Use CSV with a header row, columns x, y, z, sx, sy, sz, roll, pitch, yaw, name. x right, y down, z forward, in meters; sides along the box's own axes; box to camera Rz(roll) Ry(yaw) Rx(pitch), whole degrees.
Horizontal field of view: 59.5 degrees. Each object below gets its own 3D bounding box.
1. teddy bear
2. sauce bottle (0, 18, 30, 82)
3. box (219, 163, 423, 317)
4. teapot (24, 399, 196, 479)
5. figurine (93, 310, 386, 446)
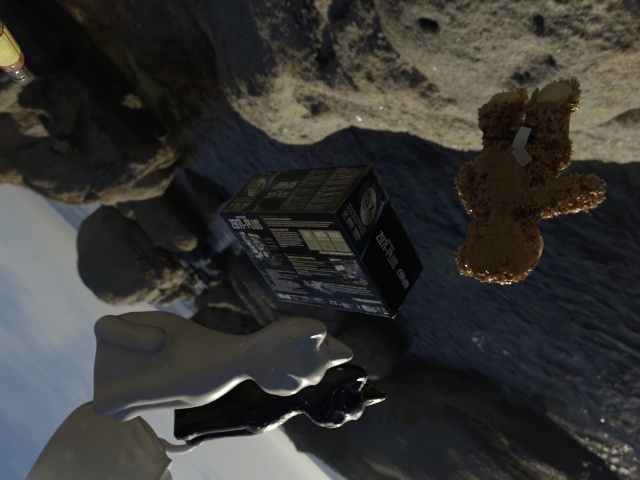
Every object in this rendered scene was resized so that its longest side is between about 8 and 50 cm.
x,y,z,sx,sy,sz,roll,pitch,yaw,name
0.315,-0.093,0.879,0.245,0.338,0.113,-16,154,37,teddy bear
-0.407,-0.243,0.717,0.042,0.042,0.128,44,163,2,sauce bottle
0.000,0.000,0.622,0.180,0.078,0.147,2,134,44,box
-0.280,0.349,0.757,0.186,0.256,0.252,22,-174,-2,teapot
-0.061,0.122,0.505,0.209,0.093,0.215,-7,151,15,figurine
